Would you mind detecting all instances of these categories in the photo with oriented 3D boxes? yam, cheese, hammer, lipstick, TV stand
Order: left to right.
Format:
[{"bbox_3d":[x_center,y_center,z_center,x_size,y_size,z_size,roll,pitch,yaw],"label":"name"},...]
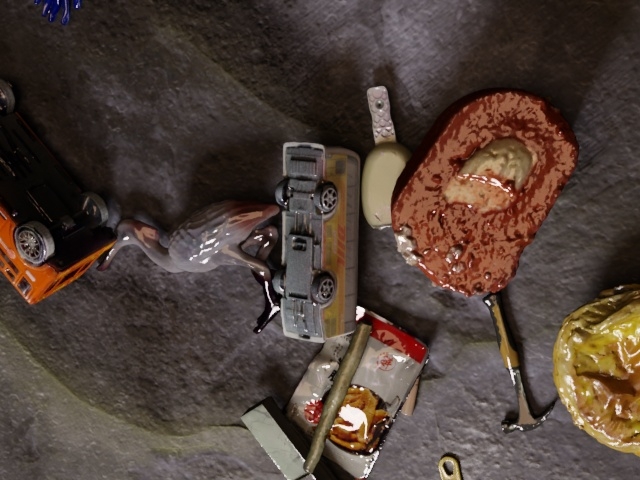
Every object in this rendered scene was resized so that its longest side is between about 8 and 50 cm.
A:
[{"bbox_3d":[-0.018,0.339,1.834,0.049,0.040,0.256,-34,95,31],"label":"TV stand"},{"bbox_3d":[0.020,0.218,1.780,0.029,0.027,0.234,19,99,-20],"label":"yam"},{"bbox_3d":[0.093,-0.113,1.724,0.097,0.037,0.192,-8,100,16],"label":"cheese"},{"bbox_3d":[0.129,0.199,1.789,0.019,0.019,0.094,11,104,13],"label":"lipstick"},{"bbox_3d":[0.264,0.165,1.743,0.078,0.021,0.201,-13,98,18],"label":"hammer"}]

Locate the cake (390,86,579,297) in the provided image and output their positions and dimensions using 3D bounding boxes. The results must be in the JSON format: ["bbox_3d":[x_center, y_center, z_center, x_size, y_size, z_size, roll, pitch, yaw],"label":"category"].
[{"bbox_3d":[0.200,-0.071,1.629,0.177,0.151,0.283,28,102,-4],"label":"cake"}]

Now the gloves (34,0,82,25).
[{"bbox_3d":[-0.369,-0.348,1.812,0.064,0.026,0.086,33,108,5],"label":"gloves"}]

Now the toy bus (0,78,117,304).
[{"bbox_3d":[-0.453,-0.079,1.824,0.329,0.143,0.153,50,131,3],"label":"toy bus"}]

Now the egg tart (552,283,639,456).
[{"bbox_3d":[0.420,0.162,1.645,0.241,0.106,0.241,9,111,26],"label":"egg tart"}]

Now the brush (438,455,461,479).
[{"bbox_3d":[0.201,0.403,1.817,0.083,0.011,0.205,-11,97,18],"label":"brush"}]

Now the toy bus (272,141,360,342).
[{"bbox_3d":[0.000,0.000,1.727,0.092,0.106,0.268,7,99,41],"label":"toy bus"}]

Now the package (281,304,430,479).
[{"bbox_3d":[0.044,0.212,1.810,0.154,0.030,0.239,29,108,10],"label":"package"}]

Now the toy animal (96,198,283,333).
[{"bbox_3d":[-0.169,0.009,1.796,0.324,0.090,0.195,17,115,13],"label":"toy animal"}]
